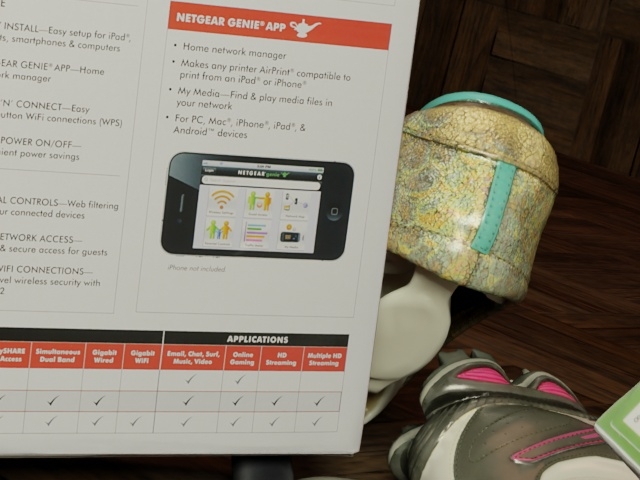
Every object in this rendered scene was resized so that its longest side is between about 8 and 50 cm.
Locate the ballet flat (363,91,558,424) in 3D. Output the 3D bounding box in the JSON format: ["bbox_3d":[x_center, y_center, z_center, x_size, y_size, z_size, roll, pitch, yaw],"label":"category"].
[{"bbox_3d":[0.026,0.039,1.008,0.123,0.123,0.348,12,-25,-14],"label":"ballet flat"}]

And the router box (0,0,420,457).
[{"bbox_3d":[-0.126,-0.058,0.809,0.335,0.301,0.082,4,10,-26],"label":"router box"}]

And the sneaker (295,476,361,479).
[{"bbox_3d":[0.077,0.143,0.685,0.228,0.087,0.130,20,6,-6],"label":"sneaker"}]

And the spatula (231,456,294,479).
[{"bbox_3d":[-0.018,0.131,0.780,0.084,0.030,0.296,17,9,-10],"label":"spatula"}]

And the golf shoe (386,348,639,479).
[{"bbox_3d":[0.170,0.130,0.930,0.273,0.105,0.120,3,28,-22],"label":"golf shoe"}]

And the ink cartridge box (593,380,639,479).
[{"bbox_3d":[0.194,0.124,0.696,0.209,0.062,0.109,46,0,-45],"label":"ink cartridge box"}]
